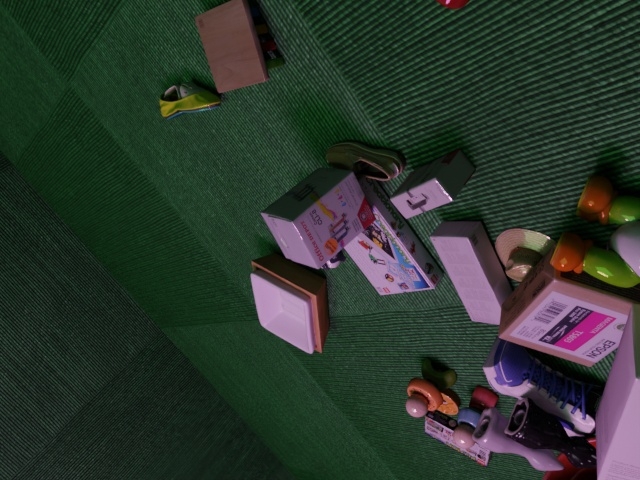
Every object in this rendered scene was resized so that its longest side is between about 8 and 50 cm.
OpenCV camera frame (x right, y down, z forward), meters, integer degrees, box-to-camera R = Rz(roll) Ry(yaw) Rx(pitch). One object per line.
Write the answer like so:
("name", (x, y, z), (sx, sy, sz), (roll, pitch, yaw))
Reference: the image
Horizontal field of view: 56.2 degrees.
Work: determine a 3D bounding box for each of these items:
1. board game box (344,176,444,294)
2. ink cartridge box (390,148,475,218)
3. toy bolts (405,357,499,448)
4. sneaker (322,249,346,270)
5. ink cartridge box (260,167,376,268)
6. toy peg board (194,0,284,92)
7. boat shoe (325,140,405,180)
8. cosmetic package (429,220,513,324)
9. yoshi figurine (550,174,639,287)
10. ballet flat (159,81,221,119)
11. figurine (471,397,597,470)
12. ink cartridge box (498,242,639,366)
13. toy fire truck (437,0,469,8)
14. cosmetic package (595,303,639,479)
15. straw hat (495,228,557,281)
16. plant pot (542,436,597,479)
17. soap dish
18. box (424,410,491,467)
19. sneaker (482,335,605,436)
("board game box", (0.125, -0.007, 1.386), (0.305, 0.053, 0.193), (52, 148, -15))
("ink cartridge box", (0.211, -0.105, 1.135), (0.056, 0.099, 0.135), (49, 148, -12))
("toy bolts", (0.343, 0.465, 1.607), (0.228, 0.158, 0.218), (21, 142, 31))
("sneaker", (0.000, 0.000, 1.472), (0.153, 0.094, 0.235), (30, 159, 6))
("ink cartridge box", (-0.005, -0.049, 1.240), (0.127, 0.176, 0.128), (17, 142, 54))
("toy peg board", (-0.159, -0.401, 1.227), (0.161, 0.079, 0.160), (2, 114, 45))
("boat shoe", (0.077, -0.159, 1.239), (0.190, 0.072, 0.068), (12, 137, 40))
("cosmetic package", (0.325, 0.069, 1.251), (0.099, 0.060, 0.239), (1, 130, 49))
("yoshi figurine", (0.539, 0.038, 0.871), (0.362, 0.203, 0.203), (26, 138, 20))
("ballet flat", (-0.329, -0.346, 1.465), (0.231, 0.077, 0.077), (3, 114, 48))
("figurine", (0.476, 0.448, 1.319), (0.209, 0.092, 0.215), (31, 151, -5))
("ink cartridge box", (0.463, 0.125, 1.094), (0.193, 0.088, 0.234), (18, 144, 2))
("toy fire truck", (0.110, -0.430, 0.716), (0.302, 0.254, 0.169), (41, 148, 2))
("cosmetic package", (0.598, 0.287, 1.017), (0.197, 0.155, 0.365), (7, 136, 17))
("straw hat", (0.392, 0.047, 1.155), (0.144, 0.061, 0.144), (28, 145, 21))
("plant pot", (0.693, 0.640, 1.366), (0.265, 0.272, 0.272), (46, 149, -19))
("soap dish", (-0.082, 0.184, 1.773), (0.229, 0.118, 0.291), (26, 145, 25))
("box", (0.412, 0.589, 1.794), (0.207, 0.036, 0.114), (23, 143, 27))
("sneaker", (0.515, 0.326, 1.311), (0.315, 0.127, 0.182), (47, 145, -20))
